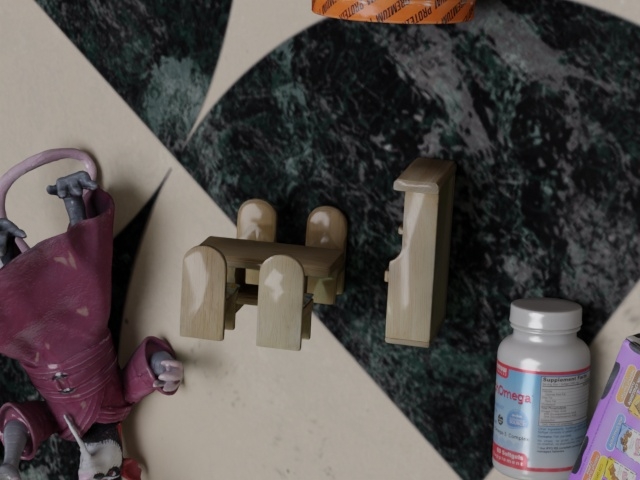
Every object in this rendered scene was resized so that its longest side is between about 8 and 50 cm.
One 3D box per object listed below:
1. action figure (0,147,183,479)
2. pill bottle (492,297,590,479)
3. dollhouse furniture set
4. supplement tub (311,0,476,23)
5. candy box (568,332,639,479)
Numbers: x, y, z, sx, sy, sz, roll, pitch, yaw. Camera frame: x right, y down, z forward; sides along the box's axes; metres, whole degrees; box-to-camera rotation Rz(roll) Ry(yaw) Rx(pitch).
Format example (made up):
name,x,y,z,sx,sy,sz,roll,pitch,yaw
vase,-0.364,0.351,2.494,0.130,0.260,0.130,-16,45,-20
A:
name,x,y,z,sx,sy,sz,roll,pitch,yaw
action figure,-0.295,0.125,2.108,0.275,0.248,0.370,-124,17,-59
pill bottle,0.206,0.138,1.763,0.087,0.087,0.160,10,103,38
dollhouse furniture set,0.000,0.000,1.837,0.242,0.212,0.161,6,105,12
supplement tub,0.073,-0.360,1.716,0.194,0.194,0.316,11,105,38
candy box,0.335,0.198,1.679,0.196,0.070,0.164,33,117,31
